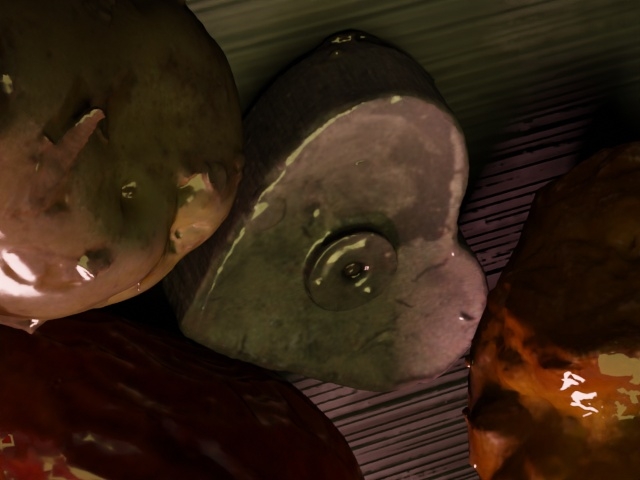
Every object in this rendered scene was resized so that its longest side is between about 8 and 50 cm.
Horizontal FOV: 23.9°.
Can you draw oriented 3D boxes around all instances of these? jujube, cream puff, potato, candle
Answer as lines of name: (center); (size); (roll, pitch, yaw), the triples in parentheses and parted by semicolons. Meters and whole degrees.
jujube: (-0.091, 0.133, 0.771); (0.255, 0.190, 0.190); (36, 105, -32)
cream puff: (0.166, 0.070, 0.798); (0.155, 0.269, 0.241); (-6, 124, 24)
potato: (-0.150, -0.059, 0.599); (0.262, 0.165, 0.165); (21, 114, -38)
candle: (0.000, 0.000, 0.777); (0.169, 0.068, 0.192); (-21, 127, -8)
